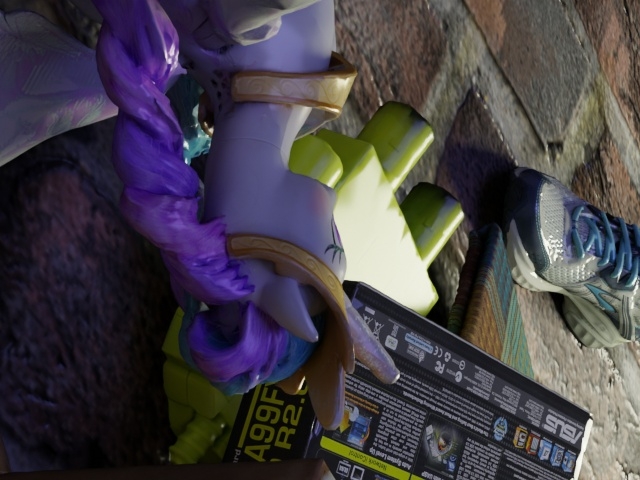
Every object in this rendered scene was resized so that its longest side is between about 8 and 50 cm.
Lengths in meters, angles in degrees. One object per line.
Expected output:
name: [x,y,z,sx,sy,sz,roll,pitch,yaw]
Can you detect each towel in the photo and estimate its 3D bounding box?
towel: [0.151,0.202,1.139,0.271,0.040,0.370,-63,140,-66]

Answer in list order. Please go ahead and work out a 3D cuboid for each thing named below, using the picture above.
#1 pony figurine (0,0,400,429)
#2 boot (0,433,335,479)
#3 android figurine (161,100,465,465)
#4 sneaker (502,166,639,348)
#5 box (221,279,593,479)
pony figurine: [-0.076,-0.125,0.672,0.351,0.303,0.363,29,55,-39]
boot: [-0.104,0.108,0.645,0.089,0.270,0.236,-7,92,-56]
android figurine: [-0.003,0.048,0.927,0.273,0.056,0.248,-53,143,-24]
sneaker: [0.259,0.009,1.326,0.283,0.122,0.110,36,57,-48]
box: [0.048,0.164,0.867,0.270,0.060,0.216,30,73,-45]
